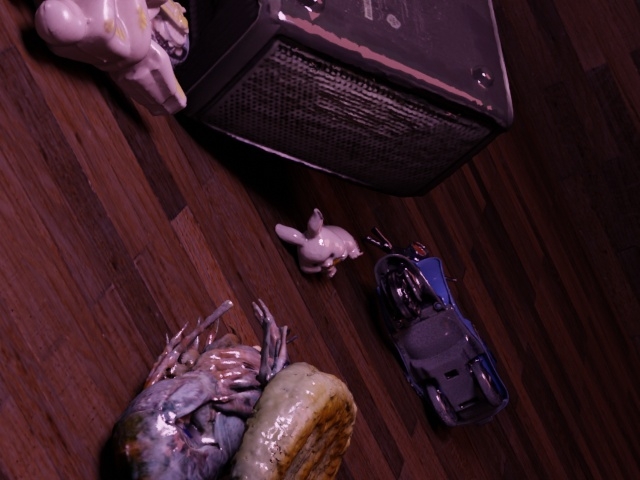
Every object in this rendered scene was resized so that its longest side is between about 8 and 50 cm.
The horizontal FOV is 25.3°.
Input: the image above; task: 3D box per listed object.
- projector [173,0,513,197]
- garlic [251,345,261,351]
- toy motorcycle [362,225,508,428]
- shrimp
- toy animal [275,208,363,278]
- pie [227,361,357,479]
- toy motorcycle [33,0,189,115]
[{"bbox_3d":[0.018,-0.301,1.837,0.405,0.242,0.395,19,50,-33],"label":"projector"},{"bbox_3d":[-0.072,0.162,1.567,0.041,0.053,0.083,30,28,-59],"label":"garlic"},{"bbox_3d":[0.170,0.132,2.157,0.358,0.125,0.212,58,13,-31],"label":"toy motorcycle"},{"bbox_3d":[-0.084,0.137,1.392,0.137,0.172,0.372,57,29,-16],"label":"shrimp"},{"bbox_3d":[0.002,0.006,1.906,0.124,0.071,0.085,-4,74,-70],"label":"toy animal"},{"bbox_3d":[-0.041,0.256,1.338,0.302,0.067,0.302,17,90,-73],"label":"pie"},{"bbox_3d":[-0.240,-0.268,1.513,0.341,0.108,0.223,51,32,-43],"label":"toy motorcycle"}]
